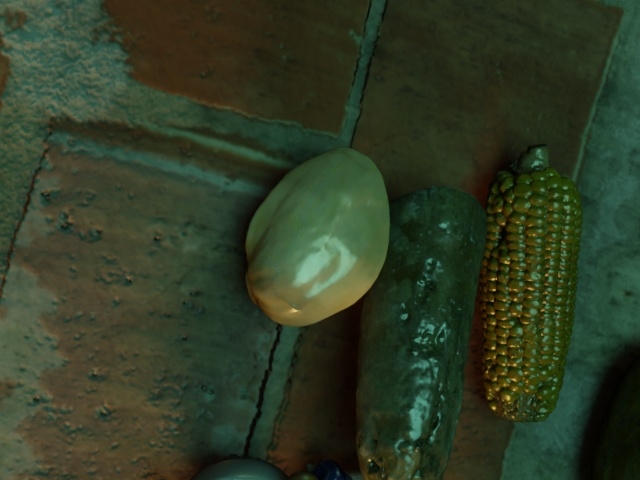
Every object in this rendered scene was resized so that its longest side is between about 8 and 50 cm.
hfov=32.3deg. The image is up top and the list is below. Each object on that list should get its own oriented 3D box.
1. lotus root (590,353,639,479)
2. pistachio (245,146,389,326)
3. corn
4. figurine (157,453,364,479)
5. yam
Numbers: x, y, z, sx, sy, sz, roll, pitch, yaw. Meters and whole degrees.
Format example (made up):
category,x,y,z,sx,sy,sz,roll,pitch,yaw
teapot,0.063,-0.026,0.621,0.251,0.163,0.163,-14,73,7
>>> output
category,x,y,z,sx,sy,sz,roll,pitch,yaw
lotus root,0.406,0.237,1.351,0.124,0.123,0.241,25,81,-50
pistachio,0.000,0.000,1.175,0.145,0.117,0.200,31,77,5
corn,0.240,0.049,1.278,0.119,0.119,0.321,0,99,-21
figurine,-0.030,0.286,1.185,0.274,0.133,0.193,-17,142,-16
yam,0.103,0.114,1.189,0.133,0.133,0.330,14,72,-21
